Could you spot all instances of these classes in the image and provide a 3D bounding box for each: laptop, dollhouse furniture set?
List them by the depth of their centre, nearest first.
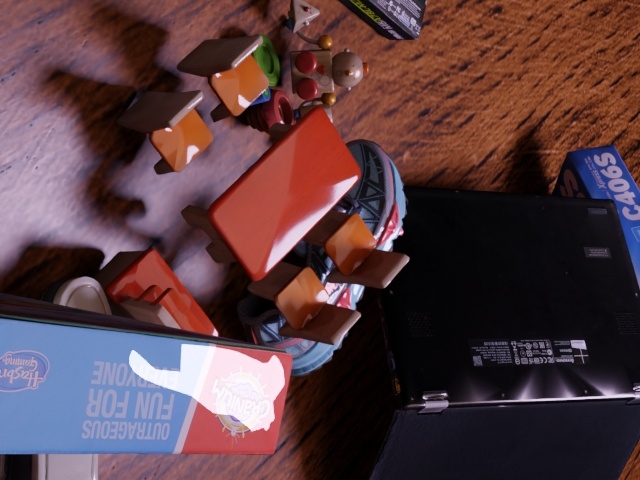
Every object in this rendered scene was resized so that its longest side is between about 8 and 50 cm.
[{"bbox_3d":[-0.064,-0.006,0.998,0.259,0.135,0.262,-47,117,-24],"label":"dollhouse furniture set"},{"bbox_3d":[0.190,0.171,1.409,0.382,0.236,0.408,2,67,-30],"label":"laptop"}]

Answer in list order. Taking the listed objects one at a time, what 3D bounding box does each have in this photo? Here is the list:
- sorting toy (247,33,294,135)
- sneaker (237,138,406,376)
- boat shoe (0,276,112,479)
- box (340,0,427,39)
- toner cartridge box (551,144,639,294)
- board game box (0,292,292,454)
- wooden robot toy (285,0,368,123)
[{"bbox_3d":[-0.062,-0.143,1.119,0.061,0.042,0.102,-45,120,-61],"label":"sorting toy"},{"bbox_3d":[0.000,0.000,1.172,0.125,0.104,0.262,44,61,-47],"label":"sneaker"},{"bbox_3d":[-0.214,0.150,0.919,0.095,0.079,0.254,-14,110,-55],"label":"boat shoe"},{"bbox_3d":[0.064,-0.335,1.251,0.190,0.045,0.184,25,73,-53],"label":"box"},{"bbox_3d":[0.405,0.056,1.553,0.165,0.075,0.348,96,-20,-52],"label":"toner cartridge box"},{"bbox_3d":[-0.214,0.063,0.695,0.242,0.316,0.064,15,84,-54],"label":"board game box"},{"bbox_3d":[0.011,-0.157,1.154,0.076,0.079,0.173,-118,-157,-73],"label":"wooden robot toy"}]
